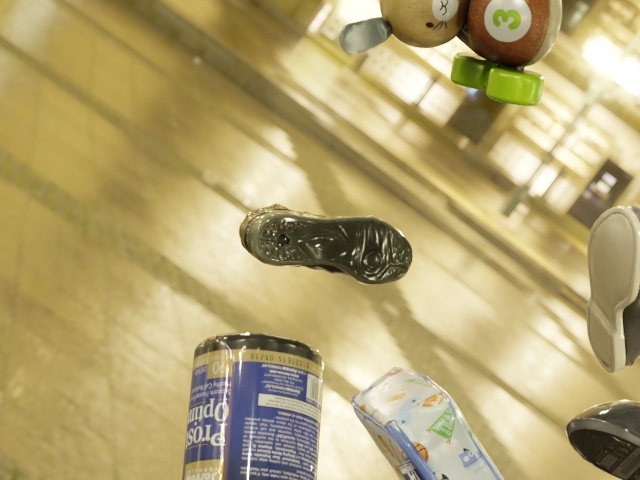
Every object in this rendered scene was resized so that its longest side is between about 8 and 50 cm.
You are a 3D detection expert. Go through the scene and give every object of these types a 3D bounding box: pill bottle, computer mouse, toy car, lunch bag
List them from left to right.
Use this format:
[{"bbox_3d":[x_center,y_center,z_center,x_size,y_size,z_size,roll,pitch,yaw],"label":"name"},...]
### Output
[{"bbox_3d":[-0.063,0.203,1.448,0.123,0.219,0.123,3,-21,1],"label":"pill bottle"},{"bbox_3d":[0.163,0.310,2.243,0.243,0.115,0.303,59,-6,-15],"label":"lunch bag"},{"bbox_3d":[0.112,-0.216,1.478,0.188,0.155,0.149,3,14,-23],"label":"toy car"},{"bbox_3d":[0.419,0.260,1.894,0.272,0.072,0.188,29,-27,0],"label":"computer mouse"}]

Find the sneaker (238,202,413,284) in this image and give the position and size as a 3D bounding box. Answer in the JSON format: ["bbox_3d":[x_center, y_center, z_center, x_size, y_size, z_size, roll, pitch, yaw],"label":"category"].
[{"bbox_3d":[0.000,0.000,2.025,0.227,0.087,0.130,6,8,-25],"label":"sneaker"}]

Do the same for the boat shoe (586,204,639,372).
[{"bbox_3d":[0.281,0.036,1.437,0.206,0.065,0.075,86,-19,-48],"label":"boat shoe"}]
